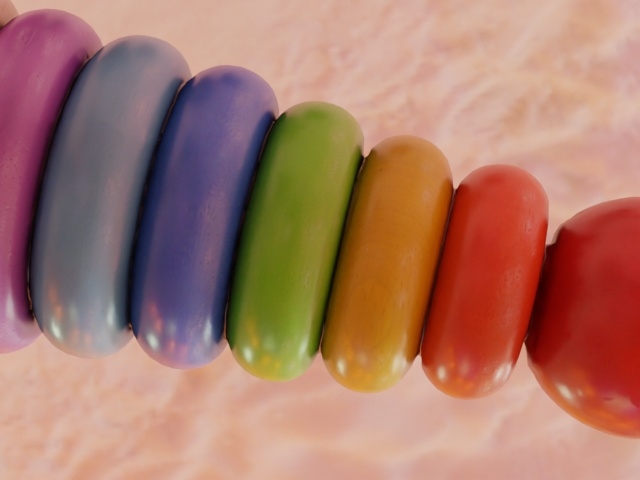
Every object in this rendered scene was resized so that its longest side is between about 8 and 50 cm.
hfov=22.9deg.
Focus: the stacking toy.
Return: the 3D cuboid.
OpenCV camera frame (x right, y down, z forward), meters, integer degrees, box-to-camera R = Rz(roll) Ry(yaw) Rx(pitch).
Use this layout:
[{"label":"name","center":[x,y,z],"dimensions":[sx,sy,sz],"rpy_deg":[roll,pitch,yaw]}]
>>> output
[{"label":"stacking toy","center":[0.000,0.000,0.593],"dimensions":[0.330,0.141,0.141],"rpy_deg":[12,144,2]}]
